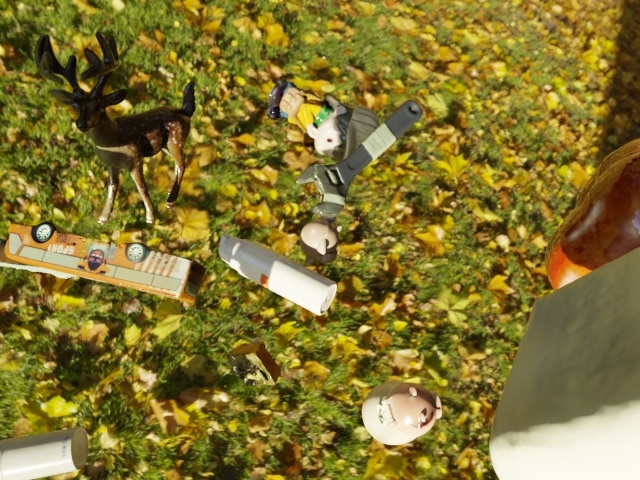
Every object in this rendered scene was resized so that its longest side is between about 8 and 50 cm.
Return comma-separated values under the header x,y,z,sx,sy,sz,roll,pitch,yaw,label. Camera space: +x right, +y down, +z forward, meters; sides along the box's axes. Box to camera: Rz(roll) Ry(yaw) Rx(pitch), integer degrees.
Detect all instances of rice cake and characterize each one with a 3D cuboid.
x,y,z,sx,sy,sz,roll,pitch,yaw,label
-0.663,0.041,1.030,0.066,0.336,0.063,2,79,2,rice cake

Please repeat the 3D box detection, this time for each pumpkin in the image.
x,y,z,sx,sy,sz,roll,pitch,yaw,label
-0.122,0.230,0.820,0.083,0.074,0.054,61,32,-19,pumpkin

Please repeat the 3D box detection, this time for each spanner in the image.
x,y,z,sx,sy,sz,roll,pitch,yaw,label
0.078,-0.155,0.758,0.087,0.024,0.316,45,63,-2,spanner

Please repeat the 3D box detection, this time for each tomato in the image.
x,y,z,sx,sy,sz,roll,pitch,yaw,label
0.483,0.003,0.666,0.226,0.299,0.298,34,55,15,tomato

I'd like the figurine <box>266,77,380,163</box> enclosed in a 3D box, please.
x,y,z,sx,sy,sz,roll,pitch,yaw,label
0.023,-0.329,1.241,0.204,0.185,0.332,-39,77,-19,figurine

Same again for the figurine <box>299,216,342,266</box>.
x,y,z,sx,sy,sz,roll,pitch,yaw,label
0.000,0.000,1.286,0.125,0.125,0.138,20,57,-17,figurine

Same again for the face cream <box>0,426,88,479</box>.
x,y,z,sx,sy,sz,roll,pitch,yaw,label
-0.563,0.398,0.813,0.250,0.077,0.077,-7,69,-7,face cream

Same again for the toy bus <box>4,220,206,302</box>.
x,y,z,sx,sy,sz,roll,pitch,yaw,label
-0.434,0.037,0.901,0.408,0.093,0.092,11,77,11,toy bus

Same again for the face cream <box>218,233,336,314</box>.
x,y,z,sx,sy,sz,roll,pitch,yaw,label
-0.127,0.084,1.221,0.345,0.102,0.102,24,54,20,face cream

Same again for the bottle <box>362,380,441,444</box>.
x,y,z,sx,sy,sz,roll,pitch,yaw,label
0.194,0.402,1.063,0.147,0.236,0.148,4,65,-8,bottle

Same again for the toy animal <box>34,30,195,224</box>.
x,y,z,sx,sy,sz,roll,pitch,yaw,label
-0.255,-0.147,0.597,0.087,0.260,0.243,13,31,9,toy animal

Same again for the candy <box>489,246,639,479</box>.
x,y,z,sx,sy,sz,roll,pitch,yaw,label
0.291,0.081,0.294,0.145,0.359,0.208,39,50,-1,candy
